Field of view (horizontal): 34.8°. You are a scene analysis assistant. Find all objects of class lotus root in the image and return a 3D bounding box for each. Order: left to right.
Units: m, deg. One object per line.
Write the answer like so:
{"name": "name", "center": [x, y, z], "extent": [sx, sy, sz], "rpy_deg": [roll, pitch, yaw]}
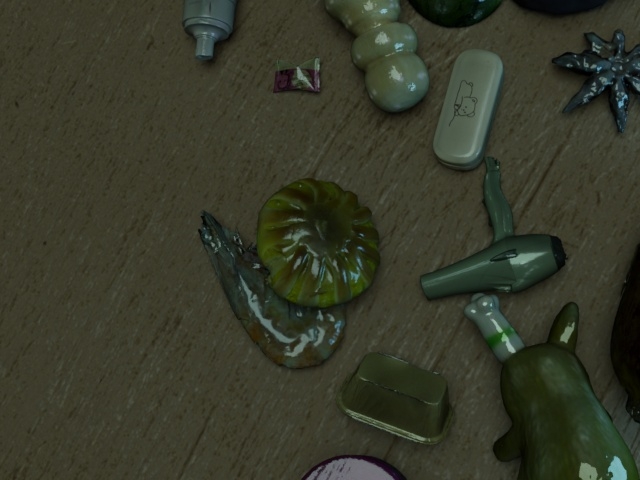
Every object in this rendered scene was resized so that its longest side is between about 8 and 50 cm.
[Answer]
{"name": "lotus root", "center": [0.535, 0.090, 1.475], "extent": [0.195, 0.179, 0.398], "rpy_deg": [21, 81, 14]}

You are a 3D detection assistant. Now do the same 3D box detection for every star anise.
{"name": "star anise", "center": [0.468, -0.262, 1.622], "extent": [0.204, 0.061, 0.181], "rpy_deg": [27, 83, 12]}

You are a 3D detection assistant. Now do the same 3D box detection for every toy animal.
{"name": "toy animal", "center": [0.337, 0.245, 1.489], "extent": [0.181, 0.180, 0.363], "rpy_deg": [-13, 54, -2]}

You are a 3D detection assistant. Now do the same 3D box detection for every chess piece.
{"name": "chess piece", "center": [0.098, -0.335, 1.659], "extent": [0.142, 0.143, 0.261], "rpy_deg": [-21, 80, 3]}

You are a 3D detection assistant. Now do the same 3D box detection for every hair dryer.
{"name": "hair dryer", "center": [0.240, 0.005, 1.598], "extent": [0.219, 0.088, 0.225], "rpy_deg": [-34, 63, 4]}

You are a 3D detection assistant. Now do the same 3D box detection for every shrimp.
{"name": "shrimp", "center": [-0.079, 0.060, 1.633], "extent": [0.164, 0.062, 0.317], "rpy_deg": [-35, 77, -12]}

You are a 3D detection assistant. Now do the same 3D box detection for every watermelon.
{"name": "watermelon", "center": [0.204, -0.403, 1.704], "extent": [0.181, 0.075, 0.092], "rpy_deg": [26, 38, 10]}

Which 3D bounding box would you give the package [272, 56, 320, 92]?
{"name": "package", "center": [-0.041, -0.277, 1.713], "extent": [0.083, 0.029, 0.059], "rpy_deg": [0, 85, 19]}

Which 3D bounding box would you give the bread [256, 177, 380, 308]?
{"name": "bread", "center": [0.000, 0.000, 1.589], "extent": [0.213, 0.105, 0.213], "rpy_deg": [5, 62, -10]}

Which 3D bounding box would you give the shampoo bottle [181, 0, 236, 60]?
{"name": "shampoo bottle", "center": [-0.182, -0.452, 1.739], "extent": [0.092, 0.092, 0.303], "rpy_deg": [3, 79, 9]}

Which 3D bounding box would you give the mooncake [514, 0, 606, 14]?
{"name": "mooncake", "center": [0.396, -0.510, 1.648], "extent": [0.283, 0.141, 0.283], "rpy_deg": [-2, 76, 9]}

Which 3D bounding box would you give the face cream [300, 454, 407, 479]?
{"name": "face cream", "center": [0.053, 0.396, 1.469], "extent": [0.175, 0.195, 0.175], "rpy_deg": [-2, 76, 9]}

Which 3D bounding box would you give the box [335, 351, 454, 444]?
{"name": "box", "center": [0.115, 0.240, 1.544], "extent": [0.177, 0.111, 0.111], "rpy_deg": [20, 81, 12]}

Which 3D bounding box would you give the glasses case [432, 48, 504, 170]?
{"name": "glasses case", "center": [0.239, -0.211, 1.645], "extent": [0.083, 0.050, 0.196], "rpy_deg": [11, 79, 20]}
